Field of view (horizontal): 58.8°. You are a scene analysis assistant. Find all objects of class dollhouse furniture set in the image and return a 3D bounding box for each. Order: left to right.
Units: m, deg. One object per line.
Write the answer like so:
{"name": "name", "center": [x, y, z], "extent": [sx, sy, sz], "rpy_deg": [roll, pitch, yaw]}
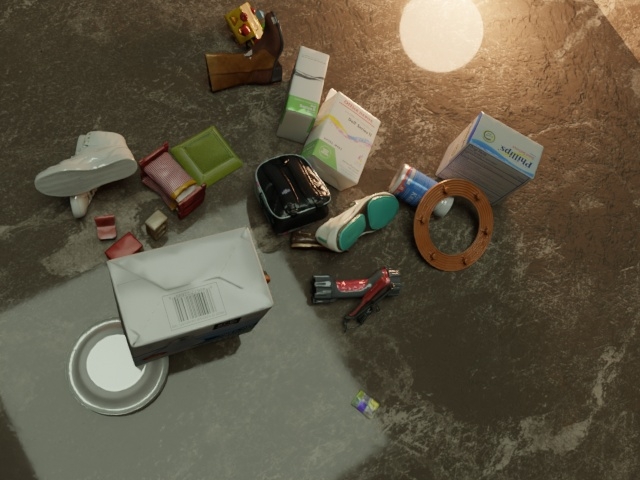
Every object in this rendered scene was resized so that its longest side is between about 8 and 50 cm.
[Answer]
{"name": "dollhouse furniture set", "center": [-0.564, -0.107, 1.809], "extent": [0.201, 0.152, 0.374], "rpy_deg": [44, 67, 3]}

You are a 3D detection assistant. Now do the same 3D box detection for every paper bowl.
{"name": "paper bowl", "center": [-0.588, 0.362, 1.652], "extent": [0.284, 0.148, 0.284], "rpy_deg": [4, 70, -12]}

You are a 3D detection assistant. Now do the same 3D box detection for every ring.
{"name": "ring", "center": [0.489, -0.054, 2.052], "extent": [0.336, 0.032, 0.337], "rpy_deg": [-3, 99, -20]}

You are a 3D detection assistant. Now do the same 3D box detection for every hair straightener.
{"name": "hair straightener", "center": [0.165, 0.227, 1.895], "extent": [0.089, 0.047, 0.230], "rpy_deg": [38, 97, -25]}

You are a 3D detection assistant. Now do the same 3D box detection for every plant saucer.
{"name": "plant saucer", "center": [-0.393, -0.299, 1.975], "extent": [0.188, 0.045, 0.188], "rpy_deg": [-36, 84, -22]}

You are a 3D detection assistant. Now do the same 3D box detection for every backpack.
{"name": "backpack", "center": [-0.105, -0.159, 1.919], "extent": [0.225, 0.191, 0.254], "rpy_deg": [-21, 68, -18]}

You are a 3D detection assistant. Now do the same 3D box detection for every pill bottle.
{"name": "pill bottle", "center": [0.372, -0.176, 2.085], "extent": [0.221, 0.124, 0.124], "rpy_deg": [29, 67, -5]}

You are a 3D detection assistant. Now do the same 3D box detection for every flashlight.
{"name": "flashlight", "center": [0.120, 0.146, 1.930], "extent": [0.303, 0.103, 0.103], "rpy_deg": [0, 51, -14]}

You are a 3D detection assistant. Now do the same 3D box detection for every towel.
{"name": "towel", "center": [0.148, 0.536, 1.855], "extent": [0.083, 0.009, 0.060], "rpy_deg": [39, 68, 0]}

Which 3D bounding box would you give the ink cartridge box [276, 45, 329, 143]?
{"name": "ink cartridge box", "center": [-0.065, -0.522, 2.050], "extent": [0.114, 0.198, 0.273], "rpy_deg": [15, 70, -9]}

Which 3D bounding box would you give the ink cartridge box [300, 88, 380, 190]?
{"name": "ink cartridge box", "center": [0.082, -0.387, 2.060], "extent": [0.207, 0.119, 0.354], "rpy_deg": [30, 66, -22]}

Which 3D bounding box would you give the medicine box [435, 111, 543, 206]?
{"name": "medicine box", "center": [0.617, -0.291, 2.098], "extent": [0.263, 0.289, 0.149], "rpy_deg": [28, 68, -4]}

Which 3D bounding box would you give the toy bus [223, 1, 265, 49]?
{"name": "toy bus", "center": [-0.276, -0.783, 2.134], "extent": [0.104, 0.191, 0.202], "rpy_deg": [-18, 71, 26]}

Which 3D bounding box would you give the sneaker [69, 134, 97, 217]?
{"name": "sneaker", "center": [-0.730, -0.209, 1.826], "extent": [0.123, 0.106, 0.290], "rpy_deg": [4, 70, -10]}

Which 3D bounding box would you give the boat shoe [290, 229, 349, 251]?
{"name": "boat shoe", "center": [0.000, 0.000, 1.961], "extent": [0.206, 0.073, 0.073], "rpy_deg": [7, 73, -12]}

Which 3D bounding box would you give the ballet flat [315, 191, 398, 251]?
{"name": "ballet flat", "center": [0.124, -0.079, 1.974], "extent": [0.139, 0.139, 0.400], "rpy_deg": [51, 45, 6]}

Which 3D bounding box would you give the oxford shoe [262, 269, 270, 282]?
{"name": "oxford shoe", "center": [-0.341, 0.095, 1.817], "extent": [0.363, 0.130, 0.133], "rpy_deg": [2, 65, -14]}

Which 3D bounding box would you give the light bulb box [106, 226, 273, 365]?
{"name": "light bulb box", "center": [-0.352, 0.159, 1.515], "extent": [0.357, 0.361, 0.225], "rpy_deg": [-15, 75, -20]}

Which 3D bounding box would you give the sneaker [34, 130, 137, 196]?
{"name": "sneaker", "center": [-0.730, -0.242, 1.745], "extent": [0.292, 0.108, 0.169], "rpy_deg": [-18, 54, -20]}

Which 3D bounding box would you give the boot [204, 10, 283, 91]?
{"name": "boot", "center": [-0.279, -0.678, 2.037], "extent": [0.280, 0.264, 0.096], "rpy_deg": [-11, 47, -18]}
